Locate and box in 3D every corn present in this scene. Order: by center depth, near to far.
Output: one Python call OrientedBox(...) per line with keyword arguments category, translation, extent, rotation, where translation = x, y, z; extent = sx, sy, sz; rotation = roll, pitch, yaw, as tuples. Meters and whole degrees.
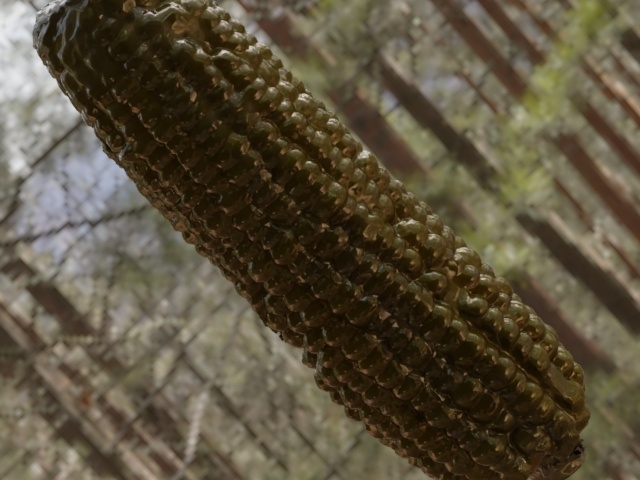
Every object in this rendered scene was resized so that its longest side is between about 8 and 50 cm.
OrientedBox(category="corn", translation=(0.000, 0.000, 0.648), extent=(0.086, 0.288, 0.086), rotation=(-43, 9, 9))
